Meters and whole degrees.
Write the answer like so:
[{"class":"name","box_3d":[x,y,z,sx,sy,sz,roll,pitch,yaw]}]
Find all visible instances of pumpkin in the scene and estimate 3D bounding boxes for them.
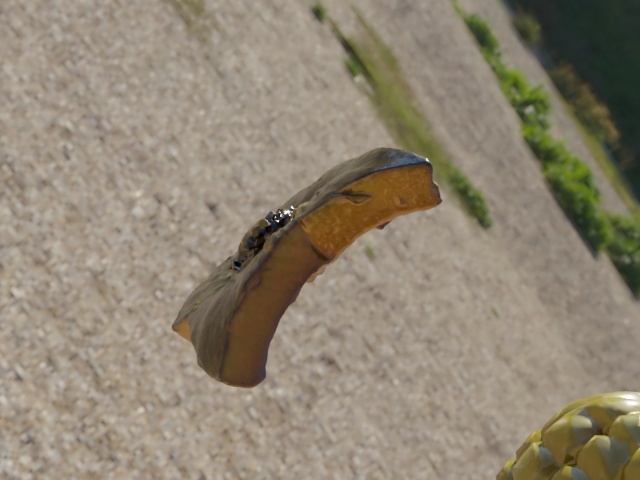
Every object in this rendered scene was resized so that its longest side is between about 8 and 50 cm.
[{"class":"pumpkin","box_3d":[-0.019,0.012,1.190,0.095,0.258,0.290,50,-6,-6]}]

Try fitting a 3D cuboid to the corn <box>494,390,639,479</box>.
[{"class":"corn","box_3d":[0.045,0.206,0.435,0.131,0.344,0.131,30,11,-7]}]
